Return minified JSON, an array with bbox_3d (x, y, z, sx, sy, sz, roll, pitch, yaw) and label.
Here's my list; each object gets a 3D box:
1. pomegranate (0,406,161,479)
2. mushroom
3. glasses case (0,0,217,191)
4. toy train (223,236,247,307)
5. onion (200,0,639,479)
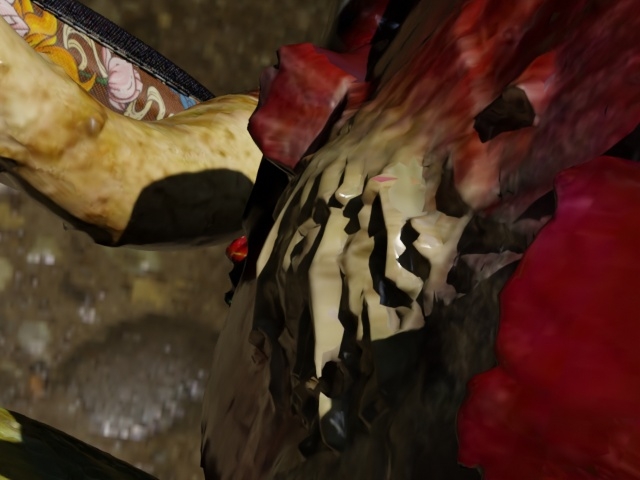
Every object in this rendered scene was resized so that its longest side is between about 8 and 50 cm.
[{"bbox_3d":[-0.122,0.152,0.747,0.241,0.190,0.159,34,94,34],"label":"pomegranate"},{"bbox_3d":[-0.107,-0.078,0.595,0.301,0.208,0.233,30,47,-14],"label":"mushroom"},{"bbox_3d":[-0.177,-0.092,1.251,0.321,0.122,0.082,29,37,-49],"label":"glasses case"},{"bbox_3d":[0.000,0.000,1.240,0.138,0.087,0.050,-40,68,6],"label":"toy train"},{"bbox_3d":[0.083,0.013,0.449,0.195,0.272,0.272,23,49,-17],"label":"onion"}]
